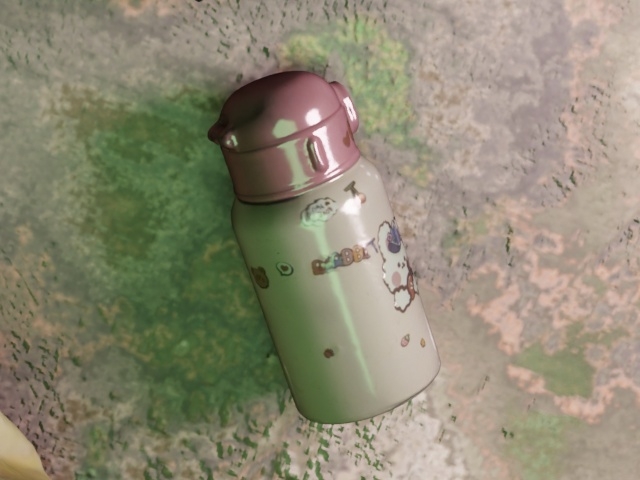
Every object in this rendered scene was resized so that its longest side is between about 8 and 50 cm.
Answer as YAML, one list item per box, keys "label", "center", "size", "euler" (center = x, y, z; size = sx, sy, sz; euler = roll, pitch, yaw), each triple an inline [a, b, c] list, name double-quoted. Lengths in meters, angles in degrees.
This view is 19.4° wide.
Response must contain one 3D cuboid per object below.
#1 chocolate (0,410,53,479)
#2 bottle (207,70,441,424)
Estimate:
- label: "chocolate"
  center: [-0.294, 0.216, 1.197]
  size: [0.314, 0.326, 0.297]
  euler: [26, 78, 12]
- label: "bottle"
  center: [0.000, 0.000, 1.266]
  size: [0.110, 0.110, 0.233]
  euler: [-19, 107, -3]
